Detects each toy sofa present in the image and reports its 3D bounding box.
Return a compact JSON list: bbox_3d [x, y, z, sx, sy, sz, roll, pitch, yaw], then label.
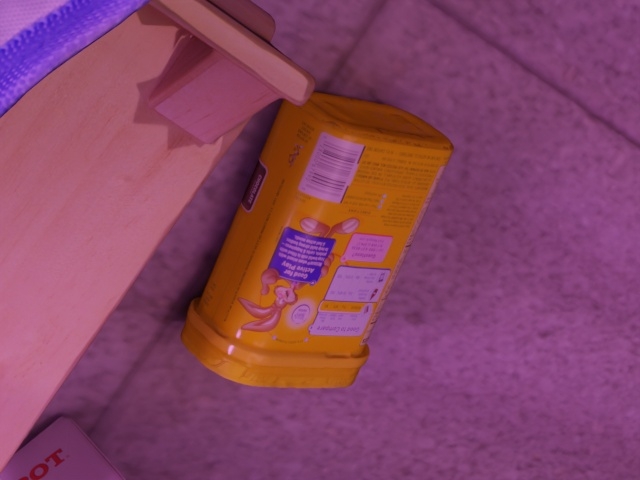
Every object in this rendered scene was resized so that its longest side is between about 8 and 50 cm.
[{"bbox_3d":[-0.177,0.001,0.853,0.150,0.177,0.362,33,97,-25],"label":"toy sofa"}]

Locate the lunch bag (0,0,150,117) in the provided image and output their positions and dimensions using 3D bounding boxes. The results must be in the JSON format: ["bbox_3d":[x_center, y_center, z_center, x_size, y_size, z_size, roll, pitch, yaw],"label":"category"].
[{"bbox_3d":[-0.280,-0.079,0.518,0.385,0.328,0.239,-45,124,-4],"label":"lunch bag"}]

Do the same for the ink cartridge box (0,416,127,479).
[{"bbox_3d":[-0.130,0.261,1.007,0.171,0.232,0.168,-38,141,-13],"label":"ink cartridge box"}]

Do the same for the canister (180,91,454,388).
[{"bbox_3d":[0.000,0.000,1.042,0.126,0.073,0.170,6,115,-44],"label":"canister"}]
